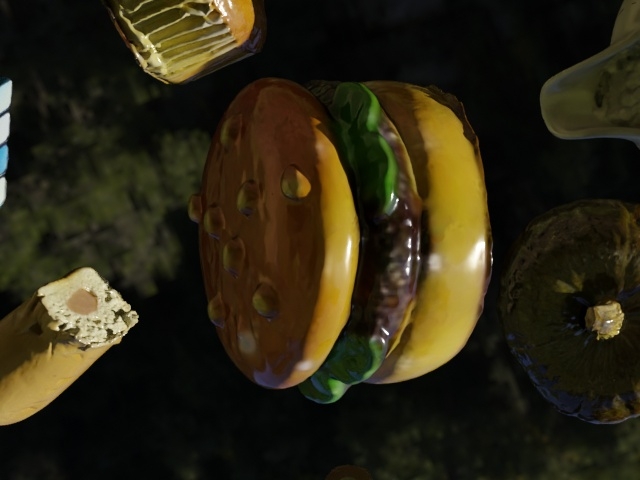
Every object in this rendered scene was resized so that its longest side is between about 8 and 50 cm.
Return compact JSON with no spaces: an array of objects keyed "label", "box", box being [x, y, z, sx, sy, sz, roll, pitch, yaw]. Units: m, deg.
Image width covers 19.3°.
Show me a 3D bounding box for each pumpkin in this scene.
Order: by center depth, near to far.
[{"label":"pumpkin","box":[0.272,0.060,1.783,0.219,0.219,0.162,-19,-174,12]}]

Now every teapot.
[{"label":"teapot","box":[0.321,-0.133,1.380,0.165,0.208,0.299,-1,171,-40]}]

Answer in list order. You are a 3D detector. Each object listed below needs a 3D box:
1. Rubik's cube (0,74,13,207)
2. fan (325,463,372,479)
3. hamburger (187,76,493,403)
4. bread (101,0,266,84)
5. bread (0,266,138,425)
[{"label":"Rubik's cube","box":[-0.416,-0.091,1.906,0.151,0.154,0.155,16,-151,16]},{"label":"fan","box":[0.046,0.324,1.756,0.152,0.008,0.226,-48,-123,1]},{"label":"hamburger","box":[0.000,0.000,2.247,0.277,0.396,0.395,-2,-174,-24]},{"label":"bread","box":[-0.100,-0.190,1.402,0.114,0.132,0.190,-22,179,11]},{"label":"bread","box":[-0.264,0.105,1.761,0.173,0.085,0.134,-39,179,25]}]
